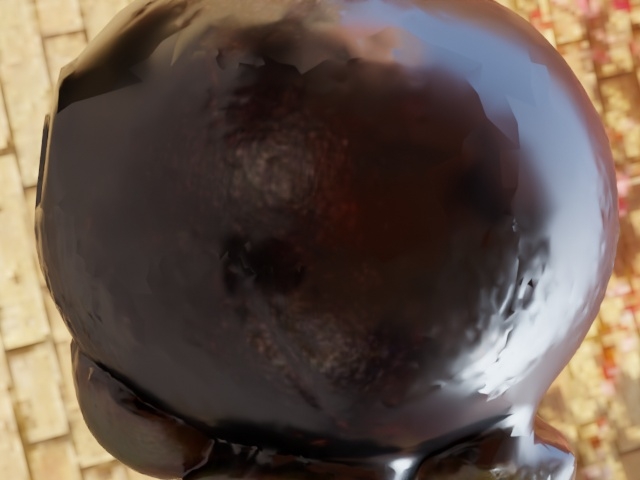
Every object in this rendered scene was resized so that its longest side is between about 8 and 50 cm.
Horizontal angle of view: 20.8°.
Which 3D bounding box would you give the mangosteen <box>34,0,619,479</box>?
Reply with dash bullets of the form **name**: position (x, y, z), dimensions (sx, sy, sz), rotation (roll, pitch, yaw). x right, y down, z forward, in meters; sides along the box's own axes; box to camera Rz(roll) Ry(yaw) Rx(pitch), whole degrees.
- **mangosteen**: position (0.000, 0.000, 0.582), dimensions (0.210, 0.210, 0.209), rotation (166, -90, -69)
